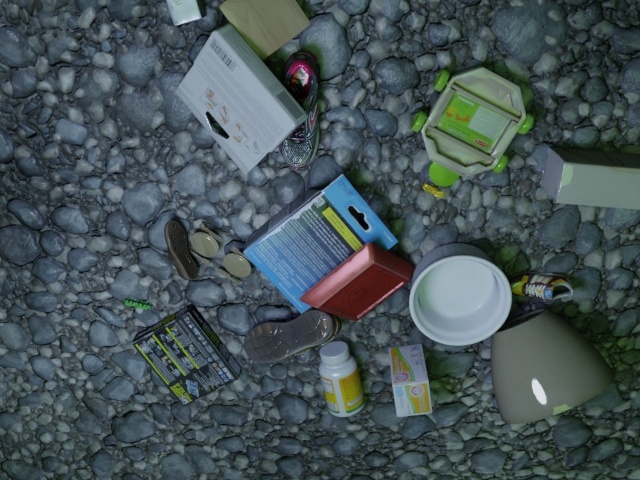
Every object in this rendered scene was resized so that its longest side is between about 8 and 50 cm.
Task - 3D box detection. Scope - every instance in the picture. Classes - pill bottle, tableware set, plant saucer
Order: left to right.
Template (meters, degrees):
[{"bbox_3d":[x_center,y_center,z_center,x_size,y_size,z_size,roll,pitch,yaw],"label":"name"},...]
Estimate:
[{"bbox_3d":[-0.277,0.034,1.947,0.194,0.039,0.128,34,133,-5],"label":"tableware set"},{"bbox_3d":[0.059,0.412,2.057,0.117,0.118,0.209,-10,112,7],"label":"pill bottle"},{"bbox_3d":[0.113,0.130,1.888,0.258,0.048,0.259,-40,144,18],"label":"plant saucer"}]

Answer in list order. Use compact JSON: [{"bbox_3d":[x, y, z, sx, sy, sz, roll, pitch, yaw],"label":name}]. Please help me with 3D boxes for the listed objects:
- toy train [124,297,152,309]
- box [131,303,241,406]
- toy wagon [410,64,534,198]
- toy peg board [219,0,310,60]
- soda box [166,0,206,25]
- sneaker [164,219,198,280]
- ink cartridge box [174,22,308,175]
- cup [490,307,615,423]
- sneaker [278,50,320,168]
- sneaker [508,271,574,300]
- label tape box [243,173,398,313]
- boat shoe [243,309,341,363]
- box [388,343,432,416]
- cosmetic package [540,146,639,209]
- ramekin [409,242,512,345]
[{"bbox_3d":[-0.542,0.191,2.044,0.083,0.017,0.024,14,123,-4],"label":"toy train"},{"bbox_3d":[-0.403,0.351,2.083,0.216,0.060,0.270,-29,108,15],"label":"box"},{"bbox_3d":[0.369,-0.273,1.779,0.267,0.068,0.344,25,113,-8],"label":"toy wagon"},{"bbox_3d":[-0.139,-0.551,1.687,0.160,0.079,0.161,-37,108,0],"label":"toy peg board"},{"bbox_3d":[-0.345,-0.637,1.652,0.073,0.069,0.216,-12,113,7],"label":"soda box"},{"bbox_3d":[-0.410,0.031,1.937,0.071,0.066,0.188,2,120,37],"label":"sneaker"},{"bbox_3d":[-0.205,-0.346,1.726,0.296,0.066,0.261,50,140,-4],"label":"ink cartridge box"},{"bbox_3d":[0.608,0.330,1.918,0.331,0.331,0.237,-27,85,13],"label":"cup"},{"bbox_3d":[-0.063,-0.325,1.751,0.120,0.112,0.299,2,114,2],"label":"sneaker"},{"bbox_3d":[0.615,0.131,1.930,0.185,0.084,0.070,-6,113,5],"label":"sneaker"},{"bbox_3d":[0.000,0.000,1.889,0.347,0.115,0.249,-38,107,13],"label":"label tape box"},{"bbox_3d":[-0.079,0.286,2.004,0.324,0.116,0.123,-17,75,30],"label":"boat shoe"},{"bbox_3d":[0.260,0.403,1.997,0.103,0.203,0.114,-8,113,6],"label":"box"},{"bbox_3d":[0.746,-0.157,1.762,0.309,0.160,0.113,5,112,-1],"label":"cosmetic package"},{"bbox_3d":[0.382,0.142,1.918,0.277,0.135,0.277,1,113,3],"label":"ramekin"}]
